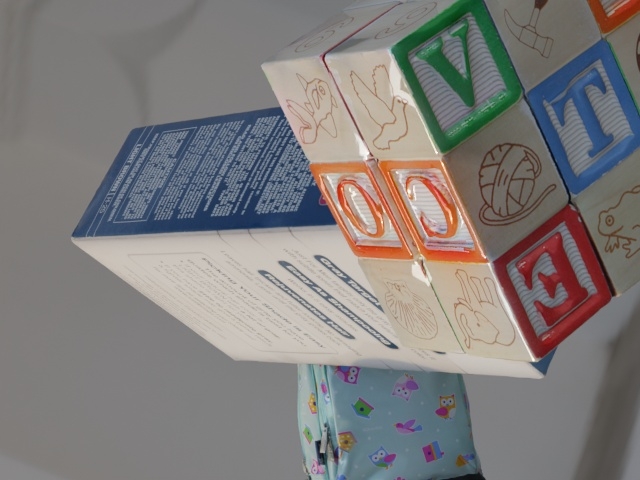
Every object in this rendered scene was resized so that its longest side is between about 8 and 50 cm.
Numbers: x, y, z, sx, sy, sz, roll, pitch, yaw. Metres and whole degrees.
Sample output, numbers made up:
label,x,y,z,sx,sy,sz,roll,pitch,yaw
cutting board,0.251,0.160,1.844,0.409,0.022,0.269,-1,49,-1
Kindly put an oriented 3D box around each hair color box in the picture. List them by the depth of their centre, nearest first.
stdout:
label,x,y,z,sx,sy,sz,roll,pitch,yaw
hair color box,0.000,0.000,1.246,0.347,0.174,0.105,-1,57,54

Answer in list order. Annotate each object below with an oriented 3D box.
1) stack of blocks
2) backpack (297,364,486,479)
label,x,y,z,sx,sy,sz,roll,pitch,yaw
stack of blocks,0.124,-0.106,0.732,0.297,0.171,0.087,-36,19,-26
backpack,0.051,0.121,1.400,0.115,0.152,0.182,172,88,-73
